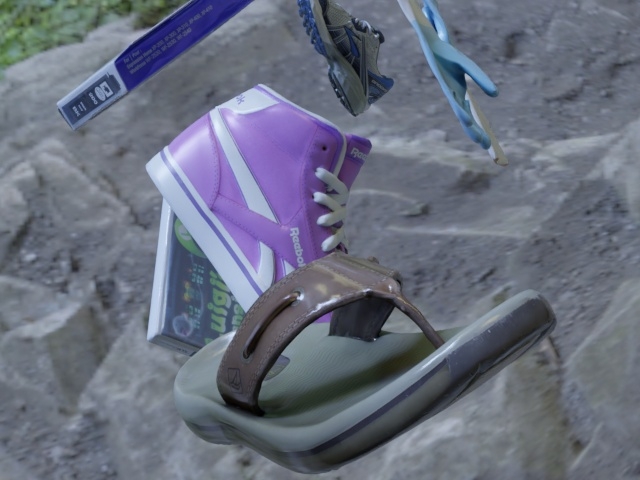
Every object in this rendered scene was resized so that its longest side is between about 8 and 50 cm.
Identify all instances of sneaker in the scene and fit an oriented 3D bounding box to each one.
[{"bbox_3d":[0.000,0.000,1.086,0.161,0.102,0.282,-37,86,4],"label":"sneaker"},{"bbox_3d":[0.023,-0.182,1.204,0.058,0.052,0.135,-28,111,-7],"label":"sneaker"}]

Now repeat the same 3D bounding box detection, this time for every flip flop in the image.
[{"bbox_3d":[-0.001,0.047,0.644,0.277,0.112,0.080,-7,109,62],"label":"flip flop"}]

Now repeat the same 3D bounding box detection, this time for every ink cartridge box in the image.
[{"bbox_3d":[-0.167,-0.214,1.455,0.045,0.206,0.208,53,147,-10],"label":"ink cartridge box"}]

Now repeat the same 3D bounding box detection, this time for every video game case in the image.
[{"bbox_3d":[-0.092,0.048,1.395,0.022,0.173,0.190,-38,39,43],"label":"video game case"}]

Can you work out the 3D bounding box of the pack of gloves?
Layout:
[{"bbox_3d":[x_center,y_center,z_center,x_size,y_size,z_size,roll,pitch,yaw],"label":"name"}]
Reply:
[{"bbox_3d":[0.139,-0.193,1.361,0.046,0.195,0.232,-27,81,15],"label":"pack of gloves"}]
